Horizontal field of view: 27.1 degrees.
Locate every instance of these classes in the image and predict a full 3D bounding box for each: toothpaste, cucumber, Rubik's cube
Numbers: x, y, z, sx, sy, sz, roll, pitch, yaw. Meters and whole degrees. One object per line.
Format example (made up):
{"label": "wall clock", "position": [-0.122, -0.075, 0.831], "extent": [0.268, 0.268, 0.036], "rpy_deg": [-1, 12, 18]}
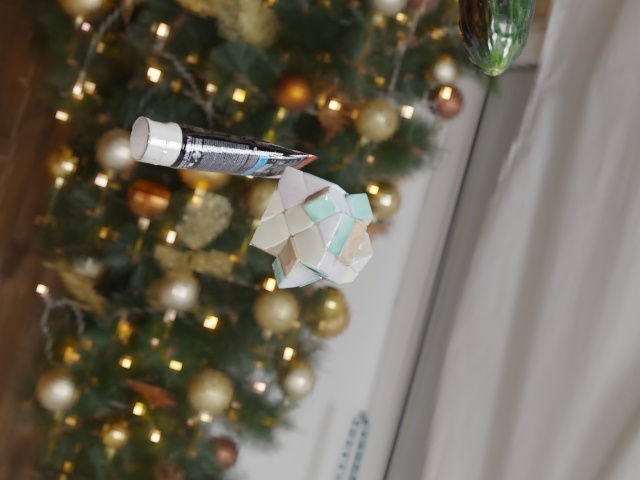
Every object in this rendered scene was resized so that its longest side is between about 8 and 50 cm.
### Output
{"label": "toothpaste", "position": [-0.101, -0.088, 1.361], "extent": [0.193, 0.045, 0.071], "rpy_deg": [7, 159, -32]}
{"label": "cucumber", "position": [0.103, -0.196, 0.775], "extent": [0.052, 0.215, 0.058], "rpy_deg": [-8, 164, 32]}
{"label": "Rubik's cube", "position": [0.002, -0.002, 0.928], "extent": [0.073, 0.084, 0.075], "rpy_deg": [21, -169, 30]}
